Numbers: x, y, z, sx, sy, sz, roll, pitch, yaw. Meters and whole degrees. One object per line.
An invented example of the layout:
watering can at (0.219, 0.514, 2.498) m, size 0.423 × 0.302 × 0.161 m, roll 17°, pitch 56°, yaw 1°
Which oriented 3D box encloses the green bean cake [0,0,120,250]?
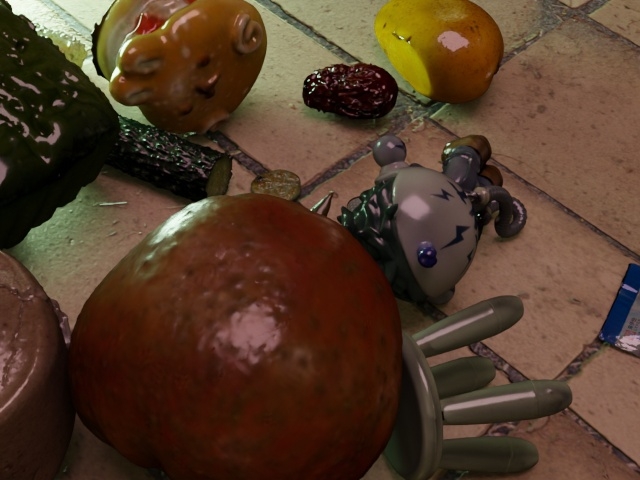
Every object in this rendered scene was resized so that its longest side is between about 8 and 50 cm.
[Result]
green bean cake at (-0.489, -0.177, 1.474) m, size 0.335 × 0.218 × 0.319 m, roll 40°, pitch 51°, yaw -2°

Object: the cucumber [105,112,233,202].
cucumber at (-0.316, -0.154, 1.654) m, size 0.359 × 0.096 × 0.096 m, roll 20°, pitch 49°, yaw 14°

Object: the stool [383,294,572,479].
stool at (0.181, 0.198, 1.334) m, size 0.198 × 0.195 × 0.195 m, roll -7°, pitch 49°, yaw -20°

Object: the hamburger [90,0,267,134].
hamburger at (-0.225, -0.301, 1.667) m, size 0.302 × 0.261 × 0.186 m, roll 5°, pitch 36°, yaw -51°

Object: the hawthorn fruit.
hawthorn fruit at (-0.077, 0.115, 1.224) m, size 0.402 × 0.403 × 0.403 m, roll 3°, pitch 48°, yaw -4°

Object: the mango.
mango at (0.213, -0.360, 1.862) m, size 0.191 × 0.160 × 0.290 m, roll -28°, pitch 47°, yaw -20°

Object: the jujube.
jujube at (0.052, -0.262, 1.786) m, size 0.165 × 0.104 × 0.104 m, roll 11°, pitch 48°, yaw 6°

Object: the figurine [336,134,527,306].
figurine at (0.156, -0.043, 1.519) m, size 0.261 × 0.186 × 0.382 m, roll 55°, pitch 33°, yaw -7°

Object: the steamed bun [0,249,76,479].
steamed bun at (-0.390, 0.148, 1.250) m, size 0.199 × 0.251 × 0.301 m, roll -23°, pitch 51°, yaw -7°

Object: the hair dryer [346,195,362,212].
hair dryer at (-0.001, 0.006, 1.585) m, size 0.183 × 0.044 × 0.155 m, roll -5°, pitch 48°, yaw -5°

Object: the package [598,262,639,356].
package at (0.521, 0.122, 1.546) m, size 0.173 × 0.027 × 0.171 m, roll 25°, pitch 54°, yaw 16°

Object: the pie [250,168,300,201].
pie at (-0.070, -0.086, 1.667) m, size 0.085 × 0.017 × 0.085 m, roll 3°, pitch 47°, yaw -3°

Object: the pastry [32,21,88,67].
pastry at (-0.532, -0.339, 1.799) m, size 0.258 × 0.089 × 0.121 m, roll 25°, pitch 38°, yaw 11°
